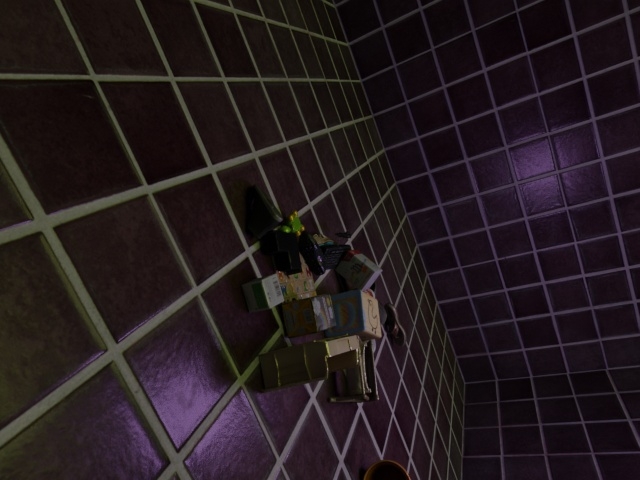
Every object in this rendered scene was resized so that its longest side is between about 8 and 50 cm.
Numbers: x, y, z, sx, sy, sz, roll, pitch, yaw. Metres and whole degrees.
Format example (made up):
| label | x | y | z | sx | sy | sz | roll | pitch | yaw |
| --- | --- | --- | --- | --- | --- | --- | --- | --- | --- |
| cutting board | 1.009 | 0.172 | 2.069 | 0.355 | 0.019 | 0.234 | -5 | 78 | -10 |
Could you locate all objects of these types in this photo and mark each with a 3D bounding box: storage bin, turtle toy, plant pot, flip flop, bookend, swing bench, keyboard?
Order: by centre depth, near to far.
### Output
| label | x | y | z | sx | sy | sz | roll | pitch | yaw |
| --- | --- | --- | --- | --- | --- | --- | --- | --- | --- |
| storage bin | -0.028 | 0.405 | 1.388 | 0.262 | 0.261 | 0.123 | 15 | 59 | -61 |
| bookend | -0.148 | 0.049 | 1.540 | 0.156 | 0.072 | 0.157 | 8 | 69 | -62 |
| turtle toy | -0.123 | -0.060 | 1.687 | 0.095 | 0.066 | 0.130 | 66 | 27 | -17 |
| plant pot | 0.296 | 1.055 | 1.771 | 0.188 | 0.205 | 0.205 | 60 | 25 | -61 |
| swing bench | 0.153 | 0.561 | 1.779 | 0.255 | 0.165 | 0.253 | 34 | 45 | -55 |
| keyboard | 0.083 | 0.045 | 1.987 | 0.317 | 0.033 | 0.201 | -3 | 110 | -66 |
| flip flop | 0.435 | 0.513 | 2.483 | 0.080 | 0.112 | 0.276 | -26 | 103 | -39 |

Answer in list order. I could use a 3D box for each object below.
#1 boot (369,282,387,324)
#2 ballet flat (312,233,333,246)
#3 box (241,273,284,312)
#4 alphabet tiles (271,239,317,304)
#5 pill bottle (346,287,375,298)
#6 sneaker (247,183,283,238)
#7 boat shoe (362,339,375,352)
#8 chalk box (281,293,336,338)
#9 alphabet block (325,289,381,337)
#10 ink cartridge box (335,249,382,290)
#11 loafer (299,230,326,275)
| label | x | y | z | sx | sy | sz | roll | pitch | yaw |
| --- | --- | --- | --- | --- | --- | --- | --- | --- | --- |
| boot | 0.322 | 0.358 | 2.356 | 0.208 | 0.076 | 0.189 | 39 | 56 | -41 |
| ballet flat | 0.000 | 0.000 | 1.911 | 0.067 | 0.073 | 0.206 | 63 | 20 | 10 |
| box | -0.192 | 0.176 | 1.380 | 0.102 | 0.087 | 0.101 | -18 | 92 | -64 |
| alphabet tiles | -0.098 | 0.164 | 1.674 | 0.285 | 0.011 | 0.342 | 1 | 75 | -64 |
| pill bottle | 0.200 | 0.298 | 2.082 | 0.216 | 0.121 | 0.121 | -3 | 79 | -65 |
| sneaker | -0.231 | -0.111 | 1.497 | 0.083 | 0.118 | 0.222 | 39 | 12 | -46 |
| boat shoe | 0.217 | 0.538 | 2.019 | 0.075 | 0.083 | 0.226 | 61 | 29 | -28 |
| chalk box | -0.032 | 0.283 | 1.576 | 0.213 | 0.132 | 0.132 | 6 | 69 | -64 |
| alphabet block | 0.143 | 0.346 | 1.852 | 0.197 | 0.194 | 0.192 | 34 | 48 | -54 |
| ink cartridge box | 0.192 | 0.148 | 2.053 | 0.176 | 0.128 | 0.127 | 38 | 15 | 19 |
| loafer | -0.033 | 0.049 | 1.782 | 0.078 | 0.076 | 0.223 | -74 | 146 | -57 |
